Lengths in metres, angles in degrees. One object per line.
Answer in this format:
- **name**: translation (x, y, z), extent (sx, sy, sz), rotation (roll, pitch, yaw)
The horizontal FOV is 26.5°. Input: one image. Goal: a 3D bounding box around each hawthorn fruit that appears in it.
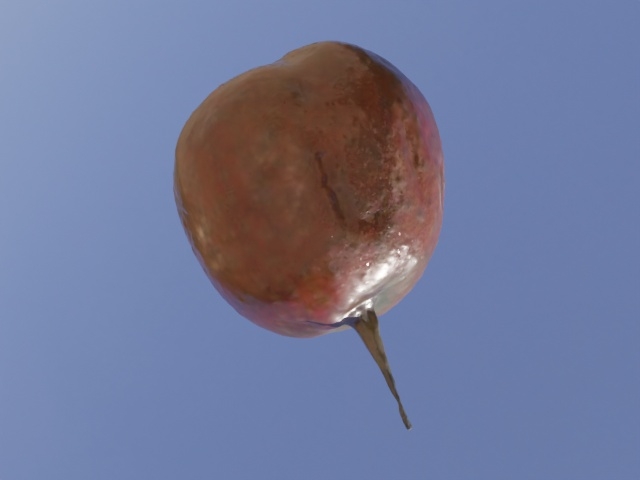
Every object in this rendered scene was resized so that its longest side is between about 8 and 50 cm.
- **hawthorn fruit**: translation (0.000, -0.018, 0.694), extent (0.149, 0.149, 0.189), rotation (-41, -139, 17)
